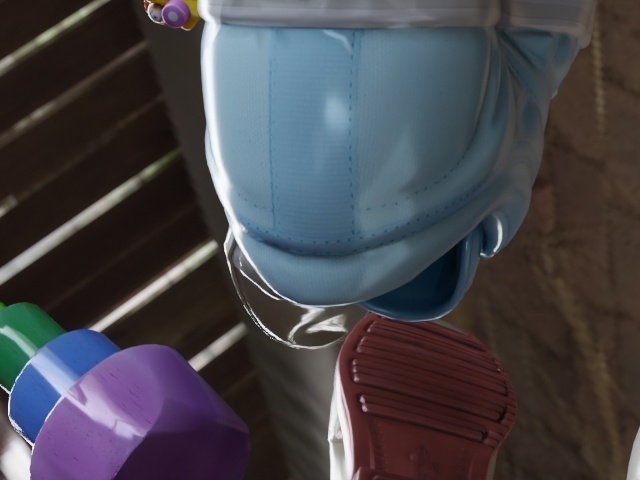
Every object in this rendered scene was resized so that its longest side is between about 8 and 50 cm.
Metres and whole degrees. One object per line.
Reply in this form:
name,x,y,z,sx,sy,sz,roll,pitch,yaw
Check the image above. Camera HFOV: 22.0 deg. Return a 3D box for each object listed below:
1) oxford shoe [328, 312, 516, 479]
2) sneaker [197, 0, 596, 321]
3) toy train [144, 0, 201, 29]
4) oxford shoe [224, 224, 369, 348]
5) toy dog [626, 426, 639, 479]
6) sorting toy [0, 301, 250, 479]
oxford shoe,0.049,0.161,1.049,0.123,0.348,0.130,18,117,-1
sneaker,0.030,-0.049,0.658,0.135,0.366,0.150,7,98,18
toy train,-0.095,-0.195,1.204,0.166,0.125,0.046,54,131,13
oxford shoe,0.000,0.000,1.588,0.449,0.169,0.130,99,160,-56
toy dog,0.305,0.189,0.826,0.395,0.284,0.408,18,150,48
sorting toy,-0.181,0.162,0.528,0.126,0.365,0.127,36,175,34
